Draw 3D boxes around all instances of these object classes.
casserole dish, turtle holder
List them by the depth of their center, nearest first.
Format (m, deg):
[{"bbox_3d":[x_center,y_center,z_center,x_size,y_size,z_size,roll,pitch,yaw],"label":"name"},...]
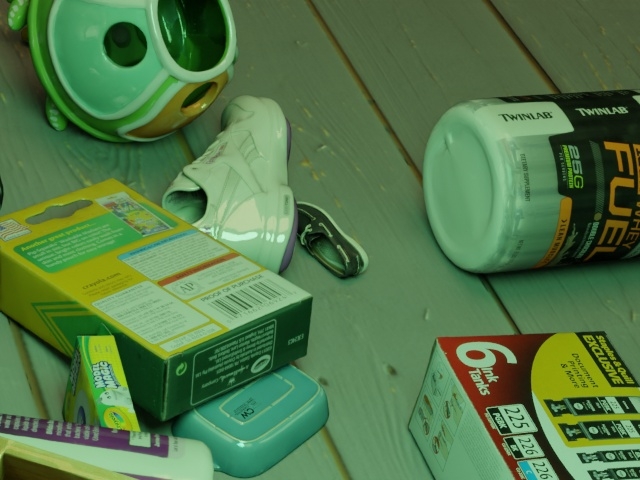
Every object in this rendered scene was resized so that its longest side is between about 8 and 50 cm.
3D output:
[{"bbox_3d":[-0.068,0.173,1.982,0.114,0.037,0.188,30,39,24],"label":"casserole dish"},{"bbox_3d":[-0.213,-0.280,2.308,0.243,0.320,0.227,7,-6,-37],"label":"turtle holder"}]

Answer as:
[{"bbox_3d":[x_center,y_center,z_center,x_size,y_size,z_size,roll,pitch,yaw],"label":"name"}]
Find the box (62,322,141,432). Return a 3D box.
[{"bbox_3d":[-0.214,0.171,1.872,0.043,0.105,0.179,2,35,-18],"label":"box"}]

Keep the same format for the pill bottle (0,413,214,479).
[{"bbox_3d":[-0.254,0.241,1.704,0.302,0.169,0.169,9,35,-8],"label":"pill bottle"}]

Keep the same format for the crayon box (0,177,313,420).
[{"bbox_3d":[-0.192,0.055,2.037,0.203,0.083,0.323,-22,40,-40],"label":"crayon box"}]

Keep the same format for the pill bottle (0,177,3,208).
[{"bbox_3d":[-0.430,-0.105,2.173,0.123,0.122,0.219,0,36,-19],"label":"pill bottle"}]

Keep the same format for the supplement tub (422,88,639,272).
[{"bbox_3d":[0.310,-0.075,2.314,0.338,0.207,0.207,-6,39,-25],"label":"supplement tub"}]

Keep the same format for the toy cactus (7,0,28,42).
[{"bbox_3d":[-0.288,-0.306,2.471,0.219,0.180,0.112,28,17,12],"label":"toy cactus"}]

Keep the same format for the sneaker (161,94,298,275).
[{"bbox_3d":[-0.109,-0.081,2.256,0.152,0.114,0.305,7,35,-12],"label":"sneaker"}]

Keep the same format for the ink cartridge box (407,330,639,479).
[{"bbox_3d":[0.274,0.234,1.933,0.272,0.130,0.309,-1,37,-23],"label":"ink cartridge box"}]

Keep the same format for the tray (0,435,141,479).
[{"bbox_3d":[-0.230,0.368,1.486,0.203,0.076,0.411,17,57,5],"label":"tray"}]

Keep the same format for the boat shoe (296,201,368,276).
[{"bbox_3d":[0.000,0.000,2.244,0.125,0.046,0.038,43,39,24],"label":"boat shoe"}]
